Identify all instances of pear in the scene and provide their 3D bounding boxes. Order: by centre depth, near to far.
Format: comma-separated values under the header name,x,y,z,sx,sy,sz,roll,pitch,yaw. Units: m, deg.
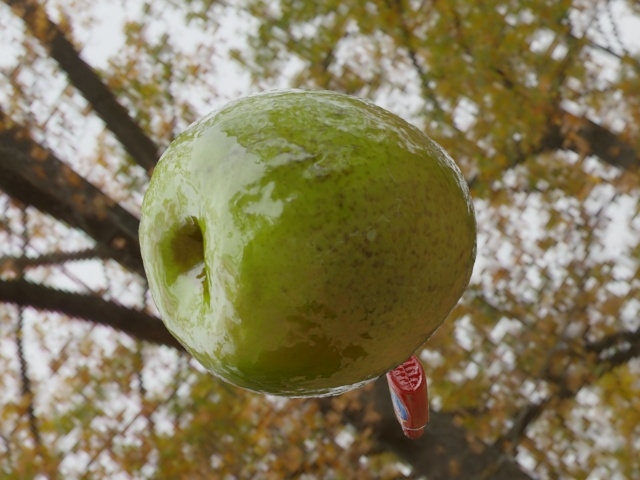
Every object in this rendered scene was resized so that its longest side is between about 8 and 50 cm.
name,x,y,z,sx,sy,sz,roll,pitch,yaw
pear,0.000,0.000,1.667,0.391,0.391,0.391,-39,-31,-29

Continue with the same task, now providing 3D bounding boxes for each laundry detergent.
name,x,y,z,sx,sy,sz,roll,pitch,yaw
laundry detergent,0.119,0.217,2.002,0.049,0.097,0.165,-19,-36,-7
